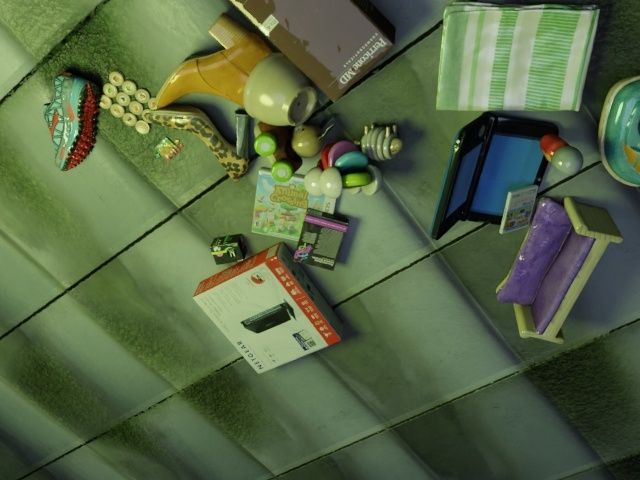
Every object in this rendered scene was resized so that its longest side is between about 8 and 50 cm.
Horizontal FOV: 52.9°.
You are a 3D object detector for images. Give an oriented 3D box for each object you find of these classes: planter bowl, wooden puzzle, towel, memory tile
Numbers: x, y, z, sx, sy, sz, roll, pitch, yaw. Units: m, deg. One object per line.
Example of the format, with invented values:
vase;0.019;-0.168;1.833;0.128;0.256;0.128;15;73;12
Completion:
planter bowl;-0.076;-0.323;1.437;0.109;0.162;0.162;36;127;26
wooden puzzle;-0.397;-0.237;1.669;0.083;0.006;0.049;-37;111;26
towel;0.431;-0.403;1.433;0.325;0.038;0.247;2;123;6
memory tile;-0.477;-0.344;1.610;0.148;0.012;0.113;33;121;-13

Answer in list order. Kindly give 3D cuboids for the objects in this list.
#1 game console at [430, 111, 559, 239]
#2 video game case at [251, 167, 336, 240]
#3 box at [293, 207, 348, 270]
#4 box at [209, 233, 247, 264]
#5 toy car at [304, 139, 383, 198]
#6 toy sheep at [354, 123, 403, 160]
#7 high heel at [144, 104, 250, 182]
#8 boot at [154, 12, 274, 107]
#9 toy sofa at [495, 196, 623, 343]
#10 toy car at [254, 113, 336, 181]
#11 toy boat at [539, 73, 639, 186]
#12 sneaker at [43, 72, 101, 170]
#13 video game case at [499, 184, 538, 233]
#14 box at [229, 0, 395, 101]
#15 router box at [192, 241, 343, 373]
game console;0.412;-0.137;1.531;0.173;0.250;0.293;25;126;24
video game case;-0.070;-0.086;1.709;0.212;0.023;0.193;11;123;1
box;0.000;0.000;1.724;0.116;0.029;0.162;16;122;-2
box;-0.255;0.025;1.787;0.083;0.052;0.062;-10;120;12
toy car;0.054;-0.174;1.557;0.159;0.182;0.136;-6;99;-26
toy sheep;0.141;-0.236;1.553;0.132;0.091;0.091;12;128;36
high heel;-0.305;-0.236;1.602;0.261;0.093;0.186;4;116;-5
boot;-0.232;-0.361;1.512;0.211;0.104;0.295;41;114;-17
toy sofa;0.595;0.077;1.646;0.177;0.150;0.362;14;123;-2
toy car;-0.049;-0.251;1.535;0.188;0.155;0.149;-26;116;11
toy boat;0.659;-0.220;1.431;0.318;0.148;0.267;-13;119;4
sneaker;-0.638;-0.303;1.625;0.125;0.104;0.261;30;119;10
video game case;0.493;-0.077;1.598;0.087;0.011;0.122;-15;129;-22
box;-0.036;-0.505;1.375;0.381;0.143;0.191;40;119;-18
router box;-0.147;0.205;1.868;0.301;0.082;0.335;-26;115;22
